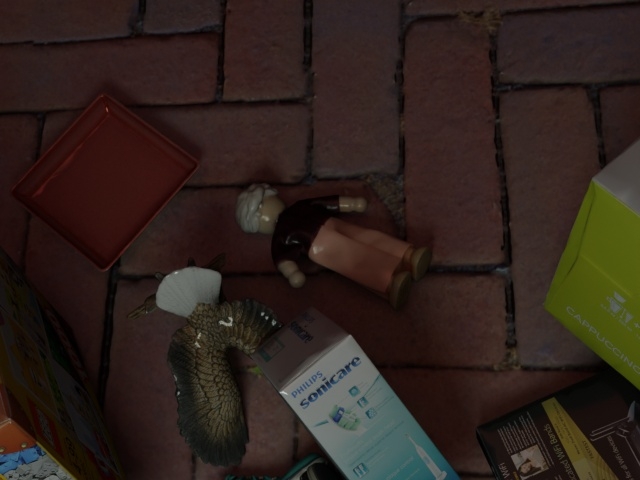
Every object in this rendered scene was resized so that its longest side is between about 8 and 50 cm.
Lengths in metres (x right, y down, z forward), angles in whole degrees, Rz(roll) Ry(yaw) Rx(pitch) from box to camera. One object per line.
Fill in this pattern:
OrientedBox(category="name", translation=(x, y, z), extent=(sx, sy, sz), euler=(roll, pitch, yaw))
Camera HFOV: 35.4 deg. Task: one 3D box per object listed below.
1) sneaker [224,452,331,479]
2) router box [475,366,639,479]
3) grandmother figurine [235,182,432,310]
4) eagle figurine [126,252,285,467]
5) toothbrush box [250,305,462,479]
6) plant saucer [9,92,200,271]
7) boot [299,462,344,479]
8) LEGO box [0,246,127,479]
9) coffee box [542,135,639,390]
OrientedBox(category="sneaker", translation=(-0.112, 0.397, 1.521), extent=(0.275, 0.107, 0.110), euler=(-31, 57, -4))
OrientedBox(category="router box", translation=(0.398, 0.368, 1.449), extent=(0.243, 0.081, 0.309), euler=(-23, 66, 0))
OrientedBox(category="grandmother figurine", translation=(0.000, 0.000, 1.667), extent=(0.342, 0.104, 0.208), euler=(26, 47, 22))
OrientedBox(category="eagle figurine", translation=(-0.138, 0.170, 1.560), extent=(0.225, 0.226, 0.298), euler=(-15, 67, -41))
OrientedBox(category="toothbrush box", translation=(0.051, 0.255, 1.414), extent=(0.126, 0.216, 0.295), euler=(-38, 105, -7))
OrientedBox(category="plant saucer", translation=(-0.382, -0.102, 1.798), extent=(0.259, 0.048, 0.258), euler=(36, 78, 20))
OrientedBox(category="boot", translation=(-0.025, 0.416, 1.428), extent=(0.178, 0.236, 0.085), euler=(-32, 53, 1))
OrientedBox(category="LEGO box", translation=(-0.467, 0.222, 1.419), extent=(0.193, 0.372, 0.500), euler=(-31, 44, -4))
OrientedBox(category="coffee box", translation=(0.563, 0.024, 1.384), extent=(0.334, 0.338, 0.337), euler=(-37, 65, -22))
